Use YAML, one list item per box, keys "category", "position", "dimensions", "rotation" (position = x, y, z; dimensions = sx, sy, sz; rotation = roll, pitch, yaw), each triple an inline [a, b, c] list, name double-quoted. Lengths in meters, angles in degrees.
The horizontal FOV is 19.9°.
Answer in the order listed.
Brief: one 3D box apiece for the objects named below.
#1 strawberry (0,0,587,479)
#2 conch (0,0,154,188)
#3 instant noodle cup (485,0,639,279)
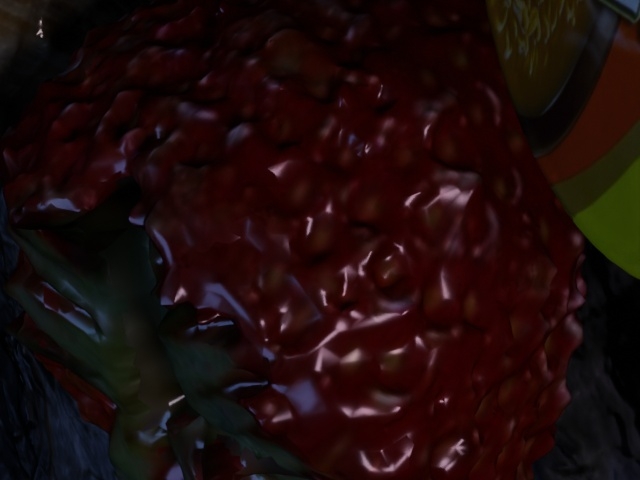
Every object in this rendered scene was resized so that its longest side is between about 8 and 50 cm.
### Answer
- category: "strawberry"
  position: [0.000, -0.003, 0.735]
  dimensions: [0.261, 0.257, 0.261]
  rotation: [36, 147, 27]
- category: "conch"
  position: [-0.093, -0.142, 0.859]
  dimensions: [0.210, 0.159, 0.291]
  rotation: [120, 161, -52]
- category: "instant noodle cup"
  position: [0.151, -0.095, 0.398]
  dimensions: [0.213, 0.174, 0.213]
  rotation: [177, 90, -71]
